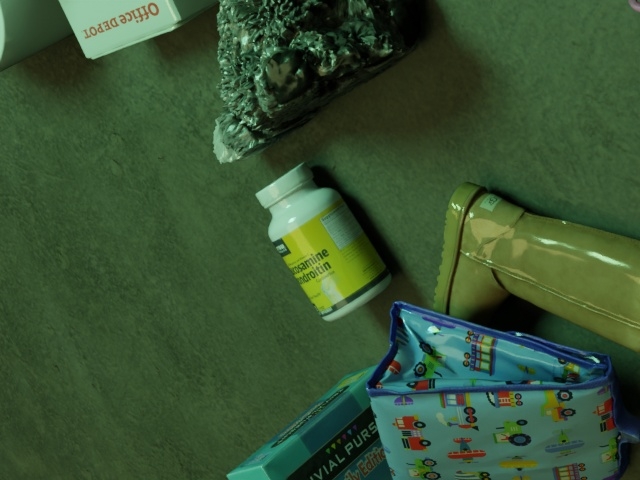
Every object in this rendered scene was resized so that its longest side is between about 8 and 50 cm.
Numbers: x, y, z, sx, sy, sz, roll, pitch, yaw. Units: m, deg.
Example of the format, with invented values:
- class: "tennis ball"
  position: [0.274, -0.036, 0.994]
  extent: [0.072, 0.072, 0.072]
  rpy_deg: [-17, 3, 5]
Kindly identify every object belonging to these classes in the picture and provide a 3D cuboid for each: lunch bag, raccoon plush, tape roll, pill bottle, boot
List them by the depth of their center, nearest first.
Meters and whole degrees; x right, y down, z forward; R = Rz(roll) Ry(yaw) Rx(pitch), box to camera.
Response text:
- class: "boot"
  position: [0.262, 0.071, 1.885]
  extent: [0.269, 0.089, 0.236]
  rpy_deg: [23, 136, 27]
- class: "raccoon plush"
  position: [-0.093, -0.275, 1.907]
  extent: [0.446, 0.216, 0.299]
  rpy_deg: [-30, 87, 49]
- class: "lunch bag"
  position: [0.223, 0.202, 1.927]
  extent: [0.293, 0.138, 0.221]
  rpy_deg: [6, 142, 19]
- class: "pill bottle"
  position: [0.000, 0.000, 2.068]
  extent: [0.103, 0.103, 0.184]
  rpy_deg: [-30, 95, 49]
- class: "tape roll"
  position: [-0.439, -0.347, 2.194]
  extent: [0.246, 0.169, 0.246]
  rpy_deg: [24, 132, 30]

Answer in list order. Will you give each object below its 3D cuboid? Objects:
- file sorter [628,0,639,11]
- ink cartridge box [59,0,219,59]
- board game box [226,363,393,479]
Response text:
- class: "file sorter"
  position: [0.353, -0.264, 1.400]
  extent: [0.202, 0.182, 0.291]
  rpy_deg: [-17, 124, 32]
- class: "ink cartridge box"
  position: [-0.250, -0.379, 2.035]
  extent: [0.197, 0.114, 0.273]
  rpy_deg: [-11, 107, 47]
- class: "board game box"
  position: [0.066, 0.367, 2.142]
  extent: [0.079, 0.253, 0.336]
  rpy_deg: [-23, 100, 48]
